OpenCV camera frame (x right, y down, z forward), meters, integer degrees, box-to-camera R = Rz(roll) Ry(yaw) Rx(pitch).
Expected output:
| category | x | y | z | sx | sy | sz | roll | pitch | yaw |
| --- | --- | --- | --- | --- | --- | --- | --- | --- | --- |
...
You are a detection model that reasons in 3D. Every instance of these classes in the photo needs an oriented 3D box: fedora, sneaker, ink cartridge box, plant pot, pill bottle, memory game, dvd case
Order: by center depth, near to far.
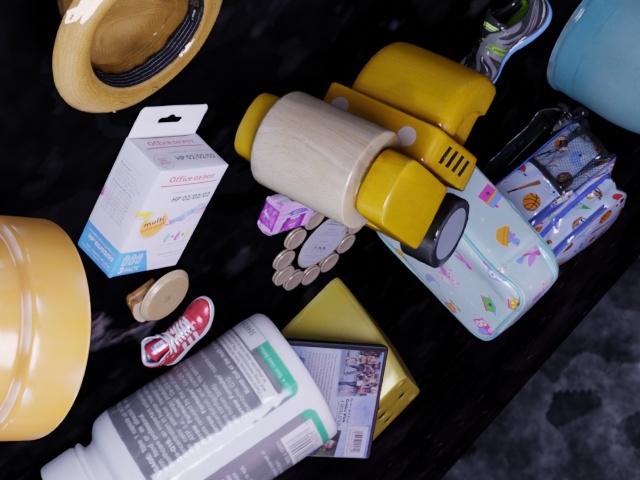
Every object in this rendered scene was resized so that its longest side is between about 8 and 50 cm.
| category | x | y | z | sx | sy | sz | roll | pitch | yaw |
| --- | --- | --- | --- | --- | --- | --- | --- | --- | --- |
| fedora | -0.166 | -0.196 | 0.942 | 0.194 | 0.079 | 0.194 | -42 | 162 | -17 |
| plant pot | -0.334 | 0.074 | 0.976 | 0.188 | 0.205 | 0.205 | 7 | 125 | -43 |
| ink cartridge box | -0.171 | -0.053 | 1.186 | 0.104 | 0.061 | 0.181 | -13 | 140 | -52 |
| sneaker | -0.189 | 0.122 | 1.462 | 0.118 | 0.042 | 0.067 | -53 | 159 | 21 |
| pill bottle | -0.175 | 0.275 | 1.505 | 0.361 | 0.204 | 0.204 | -33 | 154 | -11 |
| sneaker | 0.232 | -0.271 | 1.525 | 0.188 | 0.067 | 0.078 | -46 | 136 | 3 |
| memory game | 0.000 | 0.000 | 1.620 | 0.186 | 0.012 | 0.186 | -36 | 154 | -21 |
| dvd case | -0.031 | 0.233 | 1.669 | 0.253 | 0.022 | 0.180 | 6 | 100 | -18 |
| plant pot | 0.549 | -0.279 | 1.783 | 0.271 | 0.255 | 0.271 | -37 | 156 | -20 |
| plant pot | 0.038 | 0.221 | 1.820 | 0.212 | 0.187 | 0.212 | -45 | 156 | -3 |

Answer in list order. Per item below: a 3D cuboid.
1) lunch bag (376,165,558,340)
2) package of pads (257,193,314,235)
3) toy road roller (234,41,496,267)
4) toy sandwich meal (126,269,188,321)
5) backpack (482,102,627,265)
| category | x | y | z | sx | sy | sz | roll | pitch | yaw |
| --- | --- | --- | --- | --- | --- | --- | --- | --- | --- |
| lunch bag | 0.204 | 0.002 | 1.640 | 0.108 | 0.279 | 0.224 | -36 | 165 | -22 |
| package of pads | -0.041 | -0.039 | 1.462 | 0.083 | 0.032 | 0.050 | -19 | 141 | -47 |
| toy road roller | 0.077 | -0.128 | 1.327 | 0.240 | 0.202 | 0.329 | -64 | 155 | 2 |
| toy sandwich meal | -0.199 | 0.065 | 1.375 | 0.085 | 0.029 | 0.085 | -40 | 154 | -24 |
| backpack | 0.387 | -0.062 | 1.944 | 0.263 | 0.213 | 0.276 | -32 | 159 | -1 |
